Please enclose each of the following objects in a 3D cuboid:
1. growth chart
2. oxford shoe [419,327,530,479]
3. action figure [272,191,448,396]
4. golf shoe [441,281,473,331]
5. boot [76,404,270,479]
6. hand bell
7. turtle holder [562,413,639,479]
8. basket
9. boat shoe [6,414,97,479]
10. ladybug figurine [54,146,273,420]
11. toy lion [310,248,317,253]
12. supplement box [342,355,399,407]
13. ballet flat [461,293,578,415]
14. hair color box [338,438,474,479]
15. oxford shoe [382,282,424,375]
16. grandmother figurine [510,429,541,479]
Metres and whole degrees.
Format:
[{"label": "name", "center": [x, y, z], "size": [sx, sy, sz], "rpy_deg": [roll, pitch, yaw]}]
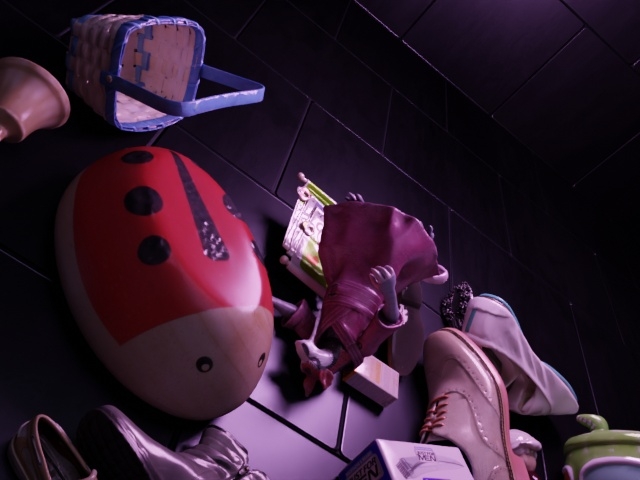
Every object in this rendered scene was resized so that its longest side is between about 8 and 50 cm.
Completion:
[{"label": "growth chart", "center": [0.000, 0.000, 1.259], "size": [0.172, 0.021, 0.237], "rpy_deg": [33, 47, -26]}, {"label": "oxford shoe", "center": [0.241, 0.314, 1.146], "size": [0.147, 0.140, 0.397], "rpy_deg": [14, 40, -27]}, {"label": "action figure", "center": [0.047, 0.108, 1.138], "size": [0.275, 0.248, 0.370], "rpy_deg": [58, 46, -47]}, {"label": "golf shoe", "center": [0.325, 0.184, 1.458], "size": [0.094, 0.077, 0.198], "rpy_deg": [40, 37, -29]}, {"label": "boot", "center": [-0.169, 0.272, 0.794], "size": [0.246, 0.083, 0.161], "rpy_deg": [50, 25, -3]}, {"label": "hand bell", "center": [-0.462, -0.137, 0.907], "size": [0.126, 0.126, 0.242], "rpy_deg": [34, 45, -17]}, {"label": "turtle holder", "center": [0.637, 0.484, 1.264], "size": [0.321, 0.243, 0.227], "rpy_deg": [8, 57, 9]}, {"label": "basket", "center": [-0.273, -0.288, 1.148], "size": [0.289, 0.201, 0.255], "rpy_deg": [22, 25, 24]}, {"label": "boat shoe", "center": [-0.257, 0.267, 0.686], "size": [0.190, 0.072, 0.068], "rpy_deg": [49, 32, 5]}, {"label": "ladybug figurine", "center": [-0.205, 0.027, 0.934], "size": [0.305, 0.162, 0.449], "rpy_deg": [0, 53, -49]}, {"label": "toy lion", "center": [-0.006, 0.009, 1.311], "size": [0.100, 0.034, 0.096], "rpy_deg": [15, 36, -38]}, {"label": "supplement box", "center": [0.089, 0.238, 1.147], "size": [0.098, 0.036, 0.062], "rpy_deg": [36, 33, -14]}, {"label": "ballet flat", "center": [0.400, 0.278, 1.364], "size": [0.400, 0.139, 0.139], "rpy_deg": [49, 27, -27]}, {"label": "hair color box", "center": [0.170, 0.450, 0.897], "size": [0.185, 0.110, 0.338], "rpy_deg": [18, 34, -35]}, {"label": "oxford shoe", "center": [0.152, 0.169, 1.277], "size": [0.076, 0.076, 0.212], "rpy_deg": [30, 51, -27]}, {"label": "grandmother figurine", "center": [0.381, 0.484, 1.148], "size": [0.342, 0.104, 0.207], "rpy_deg": [-100, 170, -48]}]
